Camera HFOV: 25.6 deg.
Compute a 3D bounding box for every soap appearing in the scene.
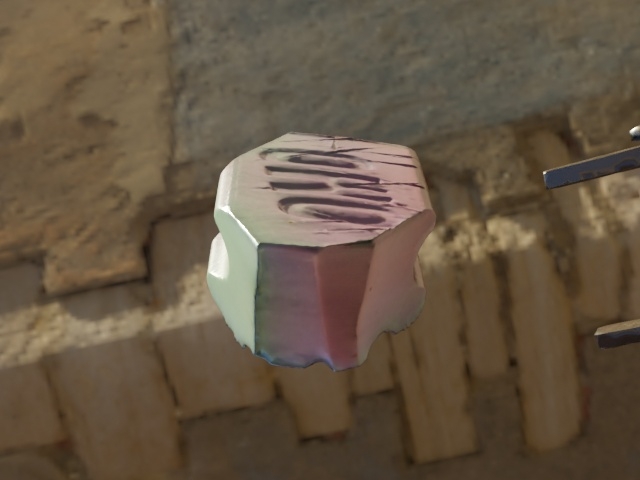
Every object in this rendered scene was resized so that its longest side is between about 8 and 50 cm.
[{"bbox_3d":[0.000,0.000,1.231,0.324,0.193,0.109,-91,7,-69],"label":"soap"}]

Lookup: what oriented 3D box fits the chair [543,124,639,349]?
[{"bbox_3d":[0.330,-0.035,0.921,0.186,0.319,0.160,-22,-85,-49],"label":"chair"}]
